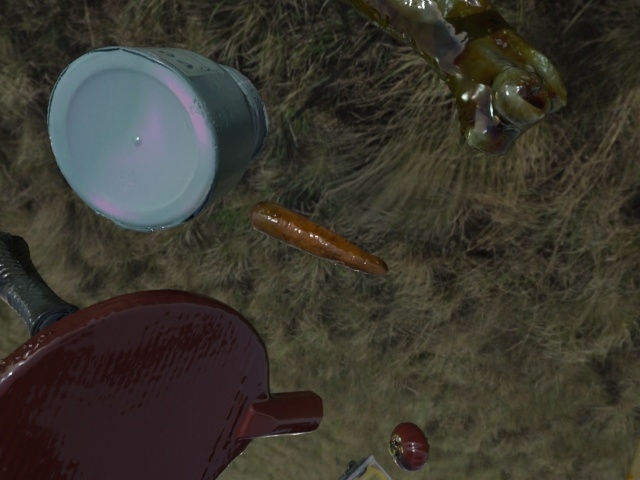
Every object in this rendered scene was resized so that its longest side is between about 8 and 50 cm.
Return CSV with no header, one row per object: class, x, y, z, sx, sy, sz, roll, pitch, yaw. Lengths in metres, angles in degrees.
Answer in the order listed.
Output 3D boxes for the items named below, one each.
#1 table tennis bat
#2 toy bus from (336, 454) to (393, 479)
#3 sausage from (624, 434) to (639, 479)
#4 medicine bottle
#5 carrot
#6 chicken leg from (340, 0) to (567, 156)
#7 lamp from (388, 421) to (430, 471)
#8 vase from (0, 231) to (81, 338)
table tennis bat,-0.136,0.189,0.482,0.051,0.267,0.415,24,-179,40
toy bus,0.043,0.467,0.773,0.106,0.092,0.268,42,132,26
sausage,0.427,0.322,0.616,0.024,0.132,0.024,31,155,16
medicine bottle,-0.217,-0.171,0.714,0.245,0.290,0.244,4,111,11
carrot,0.000,0.000,0.579,0.191,0.047,0.047,23,148,4
chicken leg,0.116,-0.258,0.445,0.361,0.212,0.140,52,168,11
lamp,0.195,0.451,1.000,0.090,0.101,0.101,5,153,-24
vase,-0.487,0.082,0.751,0.238,0.115,0.115,28,156,30
